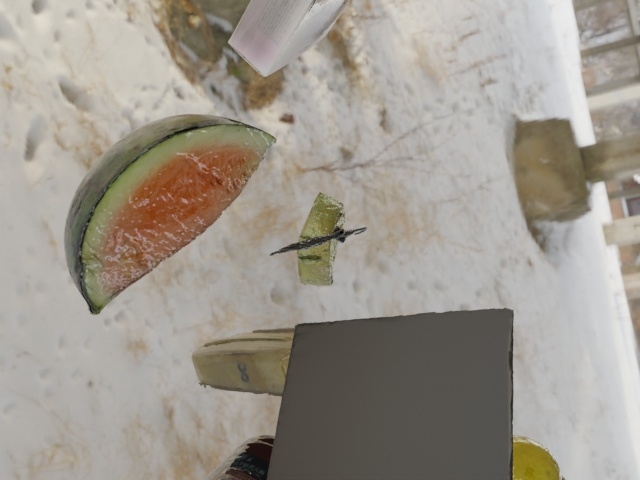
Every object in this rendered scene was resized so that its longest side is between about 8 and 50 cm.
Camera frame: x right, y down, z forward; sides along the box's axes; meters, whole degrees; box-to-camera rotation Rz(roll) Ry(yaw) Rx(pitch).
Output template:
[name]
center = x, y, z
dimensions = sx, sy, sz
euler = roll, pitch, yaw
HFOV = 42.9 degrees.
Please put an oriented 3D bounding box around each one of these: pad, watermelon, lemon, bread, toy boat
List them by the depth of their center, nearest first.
[pad]
center = 0.049, 0.185, 0.629
dimensions = 0.005, 0.202, 0.299
euler = 61, 30, -46
[watermelon]
center = -0.156, -0.042, 0.774
dimensions = 0.119, 0.245, 0.063
euler = 49, -10, -30
[toy boat]
center = -0.061, 0.133, 0.910
dimensions = 0.088, 0.226, 0.068
euler = -24, 101, -42
[bread]
center = 0.000, 0.000, 1.334
dimensions = 0.117, 0.064, 0.156
euler = 94, 7, -47
[lemon]
center = 0.345, 0.439, 1.486
dimensions = 0.206, 0.173, 0.173
euler = 17, 52, -20

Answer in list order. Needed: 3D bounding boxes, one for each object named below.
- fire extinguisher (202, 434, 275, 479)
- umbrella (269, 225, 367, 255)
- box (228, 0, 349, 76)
[fire extinguisher]
center = -0.082, 0.293, 0.831
dimensions = 0.337, 0.135, 0.114
euler = -36, 112, -55
[umbrella]
center = 0.002, -0.001, 0.935
dimensions = 0.149, 0.022, 0.022
euler = -14, 75, -43
[box]
center = -0.021, -0.422, 1.387
dimensions = 0.106, 0.251, 0.203
euler = 43, 50, 1
